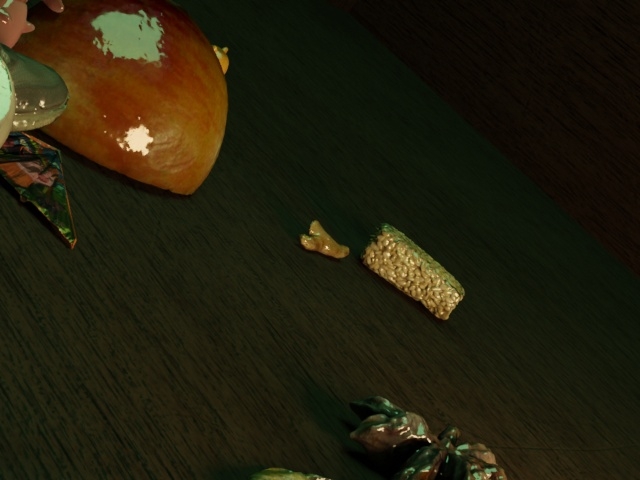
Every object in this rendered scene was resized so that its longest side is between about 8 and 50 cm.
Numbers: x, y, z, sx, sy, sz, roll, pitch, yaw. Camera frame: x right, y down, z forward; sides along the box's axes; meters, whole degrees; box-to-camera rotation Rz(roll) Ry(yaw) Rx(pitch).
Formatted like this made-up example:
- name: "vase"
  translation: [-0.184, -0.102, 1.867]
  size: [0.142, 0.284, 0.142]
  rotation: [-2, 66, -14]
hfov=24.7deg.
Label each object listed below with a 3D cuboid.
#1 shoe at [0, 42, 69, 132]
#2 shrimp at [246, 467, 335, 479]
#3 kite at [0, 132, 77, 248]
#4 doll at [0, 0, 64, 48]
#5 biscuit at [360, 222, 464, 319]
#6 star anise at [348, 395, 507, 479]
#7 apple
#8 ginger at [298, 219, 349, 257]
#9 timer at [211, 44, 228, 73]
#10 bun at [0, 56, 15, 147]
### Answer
- name: "shoe"
  translation: [-0.405, -0.230, 1.576]
  size: [0.336, 0.171, 0.132]
  rotation: [9, 32, -41]
- name: "shrimp"
  translation: [0.026, 0.261, 1.345]
  size: [0.217, 0.051, 0.150]
  rotation: [26, 11, -19]
- name: "kite"
  translation: [-0.356, -0.096, 1.651]
  size: [0.321, 0.016, 0.234]
  rotation: [41, 15, 16]
- name: "doll"
  translation: [-0.429, -0.282, 1.748]
  size: [0.262, 0.093, 0.211]
  rotation: [-12, 77, -24]
- name: "biscuit"
  translation: [0.138, 0.046, 2.161]
  size: [0.168, 0.070, 0.082]
  rotation: [37, 19, -3]
- name: "star anise"
  translation: [0.129, 0.244, 1.556]
  size: [0.212, 0.073, 0.197]
  rotation: [24, 16, -28]
- name: "apple"
  translation: [-0.256, -0.191, 1.880]
  size: [0.346, 0.179, 0.254]
  rotation: [23, 56, -39]
- name: "ginger"
  translation: [-0.001, -0.001, 2.082]
  size: [0.097, 0.030, 0.048]
  rotation: [17, 52, -43]
- name: "timer"
  translation: [-0.184, -0.217, 2.100]
  size: [0.132, 0.152, 0.132]
  rotation: [33, 16, -10]
- name: "bun"
  translation: [-0.396, -0.132, 1.462]
  size: [0.173, 0.120, 0.173]
  rotation: [17, 53, -24]
